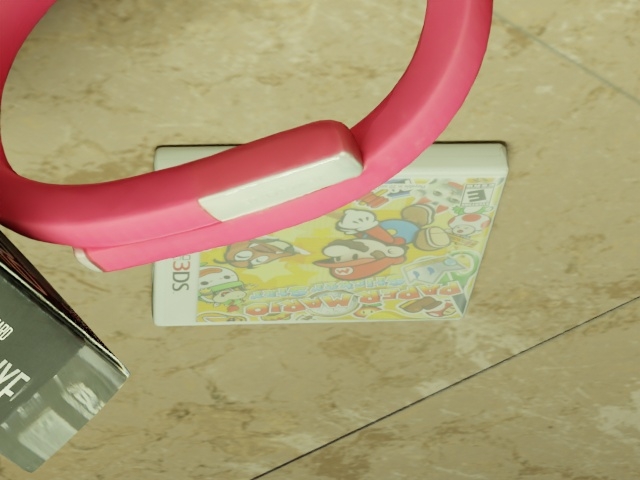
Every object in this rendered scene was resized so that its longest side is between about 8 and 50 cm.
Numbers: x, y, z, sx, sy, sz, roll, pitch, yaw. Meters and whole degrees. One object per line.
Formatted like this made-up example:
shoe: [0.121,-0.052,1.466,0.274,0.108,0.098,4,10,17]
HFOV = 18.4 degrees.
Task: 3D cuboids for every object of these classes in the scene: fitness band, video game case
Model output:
fitness band: [-0.057,-0.099,0.974,0.290,0.209,0.054,-14,152,17]
video game case: [0.000,0.000,1.335,0.227,0.026,0.206,-1,150,-6]

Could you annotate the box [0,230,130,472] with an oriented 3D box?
box: [-0.253,-0.043,0.966,0.076,0.307,0.242,-45,144,-3]
